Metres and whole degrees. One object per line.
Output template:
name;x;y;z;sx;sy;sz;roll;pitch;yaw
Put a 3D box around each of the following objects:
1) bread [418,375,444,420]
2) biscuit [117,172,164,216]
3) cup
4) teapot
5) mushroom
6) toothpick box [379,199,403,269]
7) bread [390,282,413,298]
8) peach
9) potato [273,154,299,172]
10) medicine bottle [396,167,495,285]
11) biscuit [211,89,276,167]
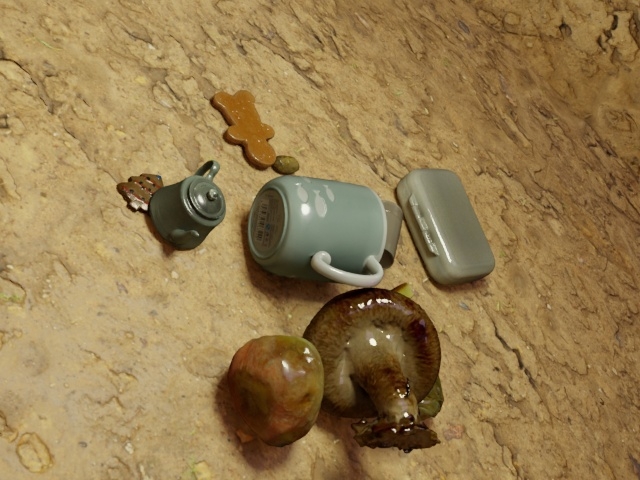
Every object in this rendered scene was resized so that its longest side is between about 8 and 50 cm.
bread;0.240;0.335;1.918;0.152;0.130;0.268;14;55;-46
biscuit;-0.408;-0.115;1.723;0.119;0.019;0.130;40;44;-14
cup;0.000;0.000;1.795;0.274;0.259;0.357;8;29;-33
teapot;-0.285;-0.089;1.704;0.162;0.149;0.239;35;46;-28
mushroom;0.111;0.281;1.701;0.356;0.331;0.334;-18;108;-80
toothpick box;0.171;-0.017;2.097;0.111;0.111;0.181;33;47;-20
bread;0.161;0.185;1.976;0.226;0.088;0.049;-31;89;-46
peach;-0.087;0.321;1.583;0.214;0.214;0.236;4;69;-40
potato;-0.096;-0.210;2.043;0.083;0.040;0.051;6;69;-37
medicine bottle;0.389;-0.045;2.298;0.282;0.123;0.375;-4;66;-41
biscuit;-0.201;-0.302;2.016;0.165;0.036;0.250;-15;71;-45
